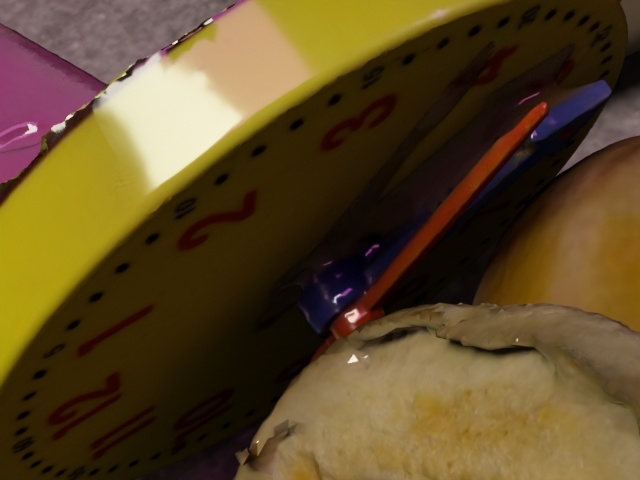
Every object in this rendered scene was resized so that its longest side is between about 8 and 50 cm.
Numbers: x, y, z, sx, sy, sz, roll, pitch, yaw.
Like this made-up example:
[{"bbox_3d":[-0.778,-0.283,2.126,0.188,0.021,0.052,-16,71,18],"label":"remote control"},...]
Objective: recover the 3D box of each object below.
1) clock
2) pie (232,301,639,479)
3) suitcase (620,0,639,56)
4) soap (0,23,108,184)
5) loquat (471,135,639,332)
[{"bbox_3d":[0.001,0.004,0.523,0.293,0.277,0.071,-31,71,-12],"label":"clock"},{"bbox_3d":[0.050,0.150,0.445,0.055,0.274,0.274,0,41,-42],"label":"pie"},{"bbox_3d":[0.109,-0.248,0.633,0.339,0.351,0.194,-24,38,-8],"label":"suitcase"},{"bbox_3d":[-0.185,-0.018,0.690,0.259,0.081,0.181,33,67,29],"label":"soap"},{"bbox_3d":[0.141,0.067,0.512,0.179,0.179,0.227,-9,66,4],"label":"loquat"}]
